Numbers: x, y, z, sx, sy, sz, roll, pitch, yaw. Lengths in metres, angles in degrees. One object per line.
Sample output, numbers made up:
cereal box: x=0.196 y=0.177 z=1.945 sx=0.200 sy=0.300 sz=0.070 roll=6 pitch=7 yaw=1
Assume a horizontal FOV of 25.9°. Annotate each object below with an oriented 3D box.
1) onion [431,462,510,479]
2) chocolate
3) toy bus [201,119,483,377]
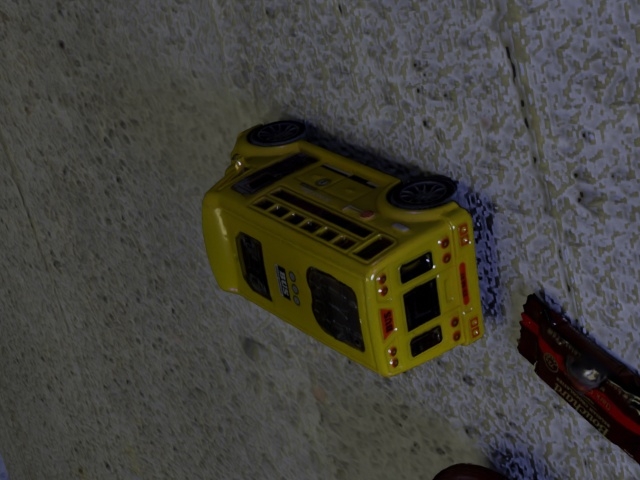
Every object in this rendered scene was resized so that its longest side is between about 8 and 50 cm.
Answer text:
onion: x=0.161 y=0.292 z=1.267 sx=0.147 sy=0.184 sz=0.184 roll=-11 pitch=106 yaw=18
chocolate: x=0.224 y=0.121 z=1.142 sx=0.182 sy=0.028 sz=0.086 roll=43 pitch=147 yaw=32
toy bus: x=0.000 y=0.000 z=1.291 sx=0.331 sy=0.151 sz=0.145 roll=25 pitch=134 yaw=48
